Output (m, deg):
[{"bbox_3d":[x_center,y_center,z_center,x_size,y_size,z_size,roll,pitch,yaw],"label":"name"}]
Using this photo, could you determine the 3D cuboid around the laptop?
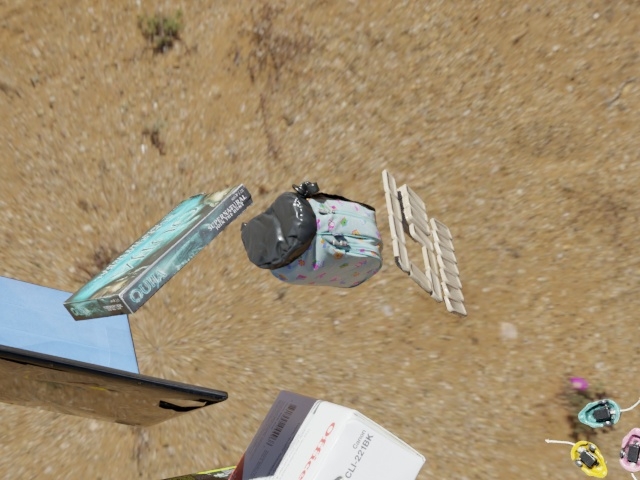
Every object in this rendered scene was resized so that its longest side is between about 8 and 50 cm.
[{"bbox_3d":[-0.383,0.117,1.590,0.381,0.408,0.236,16,66,-30],"label":"laptop"}]

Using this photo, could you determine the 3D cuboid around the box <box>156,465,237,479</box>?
[{"bbox_3d":[-0.146,0.419,1.761,0.190,0.184,0.045,-3,103,-38],"label":"box"}]

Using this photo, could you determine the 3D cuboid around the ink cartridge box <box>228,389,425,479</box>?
[{"bbox_3d":[-0.013,0.300,1.338,0.114,0.273,0.197,34,78,-14],"label":"ink cartridge box"}]

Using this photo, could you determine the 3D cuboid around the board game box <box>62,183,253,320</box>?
[{"bbox_3d":[-0.165,0.012,1.138,0.186,0.126,0.026,-45,111,-33],"label":"board game box"}]

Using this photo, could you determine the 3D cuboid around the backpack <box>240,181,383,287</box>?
[{"bbox_3d":[0.000,0.000,1.544,0.182,0.152,0.115,8,65,-39],"label":"backpack"}]

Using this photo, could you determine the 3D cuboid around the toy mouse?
[{"bbox_3d":[0.430,0.282,1.616,0.161,0.031,0.143,38,107,32],"label":"toy mouse"}]

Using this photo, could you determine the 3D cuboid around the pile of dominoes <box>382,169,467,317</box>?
[{"bbox_3d":[0.157,0.015,1.804,0.040,0.251,0.196,-33,125,23],"label":"pile of dominoes"}]
